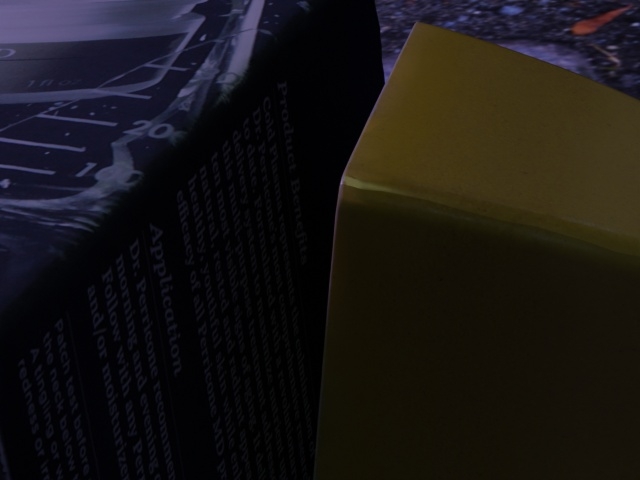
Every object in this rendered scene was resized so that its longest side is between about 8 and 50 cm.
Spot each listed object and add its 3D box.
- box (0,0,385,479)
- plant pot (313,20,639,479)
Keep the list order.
[{"bbox_3d":[-0.252,0.049,1.039,0.480,0.297,0.472,3,26,20],"label":"box"},{"bbox_3d":[0.112,0.037,0.955,0.187,0.212,0.212,9,28,8],"label":"plant pot"}]
